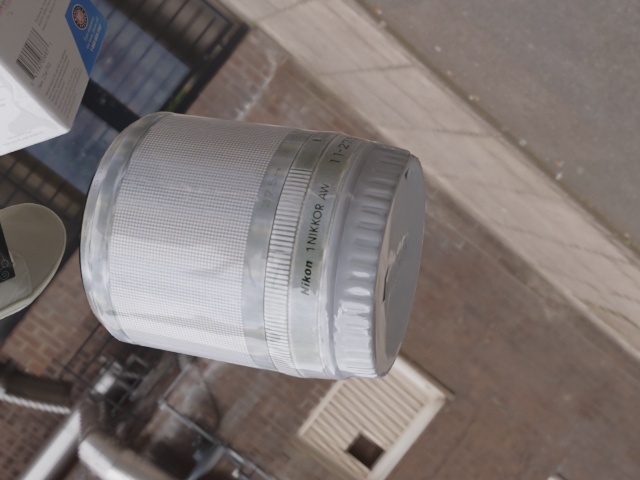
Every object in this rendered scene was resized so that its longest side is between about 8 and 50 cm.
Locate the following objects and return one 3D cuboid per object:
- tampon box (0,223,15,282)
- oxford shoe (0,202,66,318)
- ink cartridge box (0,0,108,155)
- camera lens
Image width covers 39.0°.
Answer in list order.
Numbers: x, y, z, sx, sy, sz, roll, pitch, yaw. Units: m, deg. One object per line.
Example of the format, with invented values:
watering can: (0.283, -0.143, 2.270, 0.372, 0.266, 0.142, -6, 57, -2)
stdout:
tampon box: (-0.439, -0.017, 1.016, 0.101, 0.120, 0.161, 10, 117, 44)
oxford shoe: (-0.528, 0.042, 1.353, 0.169, 0.130, 0.449, 33, -148, 7)
ink cartridge box: (-0.267, -0.191, 0.662, 0.231, 0.078, 0.134, 53, -146, -43)
camera lens: (-0.060, 0.004, 0.820, 0.274, 0.219, 0.219, 9, 171, 16)
